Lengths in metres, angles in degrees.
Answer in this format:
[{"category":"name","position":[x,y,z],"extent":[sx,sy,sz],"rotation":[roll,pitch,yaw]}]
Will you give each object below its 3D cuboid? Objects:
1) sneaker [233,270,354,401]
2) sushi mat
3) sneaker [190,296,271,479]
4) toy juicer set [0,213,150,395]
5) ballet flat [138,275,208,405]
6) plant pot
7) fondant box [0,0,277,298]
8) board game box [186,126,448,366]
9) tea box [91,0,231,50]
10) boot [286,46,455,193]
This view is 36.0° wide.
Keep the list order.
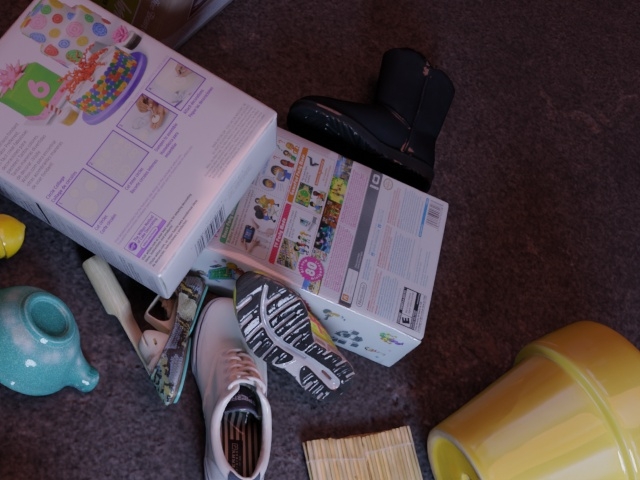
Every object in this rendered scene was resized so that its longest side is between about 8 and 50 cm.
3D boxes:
[{"category":"sneaker","position":[-0.043,0.106,1.185],"extent":[0.208,0.081,0.094],"rotation":[54,0,-33]},{"category":"sushi mat","position":[0.078,0.378,1.157],"extent":[0.151,0.019,0.317],"rotation":[0,63,-27]},{"category":"sneaker","position":[-0.093,0.175,1.146],"extent":[0.094,0.091,0.258],"rotation":[4,59,-24]},{"category":"toy juicer set","position":[-0.330,0.076,1.100],"extent":[0.329,0.089,0.209],"rotation":[18,42,-46]},{"category":"ballet flat","position":[-0.180,0.110,1.150],"extent":[0.070,0.070,0.188],"rotation":[22,37,-13]},{"category":"plant pot","position":[0.272,0.256,1.197],"extent":[0.239,0.254,0.254],"rotation":[-21,72,-18]},{"category":"fondant box","position":[-0.249,-0.122,1.158],"extent":[0.330,0.096,0.238],"rotation":[32,73,8]},{"category":"board game box","position":[0.000,0.000,1.292],"extent":[0.303,0.097,0.224],"rotation":[24,55,-12]},{"category":"tea box","position":[-0.247,-0.466,1.366],"extent":[0.323,0.220,0.329],"rotation":[39,53,0]},{"category":"boot","position":[0.079,-0.200,1.445],"extent":[0.246,0.094,0.207],"rotation":[26,57,-19]}]
